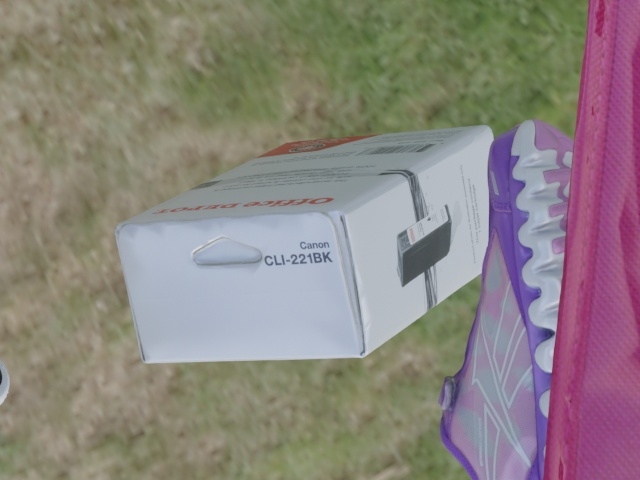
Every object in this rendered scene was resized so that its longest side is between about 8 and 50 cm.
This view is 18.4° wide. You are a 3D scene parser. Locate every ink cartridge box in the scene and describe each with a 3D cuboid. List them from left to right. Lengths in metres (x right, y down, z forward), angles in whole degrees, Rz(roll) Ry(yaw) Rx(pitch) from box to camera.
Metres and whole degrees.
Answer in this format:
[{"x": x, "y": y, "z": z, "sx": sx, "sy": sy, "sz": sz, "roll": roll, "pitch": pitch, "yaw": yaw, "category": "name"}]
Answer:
[{"x": 0.000, "y": 0.000, "z": 1.523, "sx": 0.273, "sy": 0.197, "sz": 0.114, "roll": -29, "pitch": 112, "yaw": -58, "category": "ink cartridge box"}]

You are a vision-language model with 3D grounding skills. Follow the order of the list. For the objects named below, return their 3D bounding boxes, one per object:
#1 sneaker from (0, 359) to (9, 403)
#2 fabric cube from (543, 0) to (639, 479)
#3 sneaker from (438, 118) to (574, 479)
[{"x": -0.365, "y": 0.090, "z": 1.644, "sx": 0.079, "sy": 0.217, "sz": 0.121, "roll": -40, "pitch": 172, "yaw": -46, "category": "sneaker"}, {"x": 0.225, "y": 0.071, "z": 0.571, "sx": 0.258, "sy": 0.259, "sz": 0.254, "roll": 36, "pitch": 59, "yaw": -61, "category": "fabric cube"}, {"x": 0.100, "y": 0.060, "z": 0.957, "sx": 0.105, "sy": 0.236, "sz": 0.095, "roll": -16, "pitch": 165, "yaw": 36, "category": "sneaker"}]
